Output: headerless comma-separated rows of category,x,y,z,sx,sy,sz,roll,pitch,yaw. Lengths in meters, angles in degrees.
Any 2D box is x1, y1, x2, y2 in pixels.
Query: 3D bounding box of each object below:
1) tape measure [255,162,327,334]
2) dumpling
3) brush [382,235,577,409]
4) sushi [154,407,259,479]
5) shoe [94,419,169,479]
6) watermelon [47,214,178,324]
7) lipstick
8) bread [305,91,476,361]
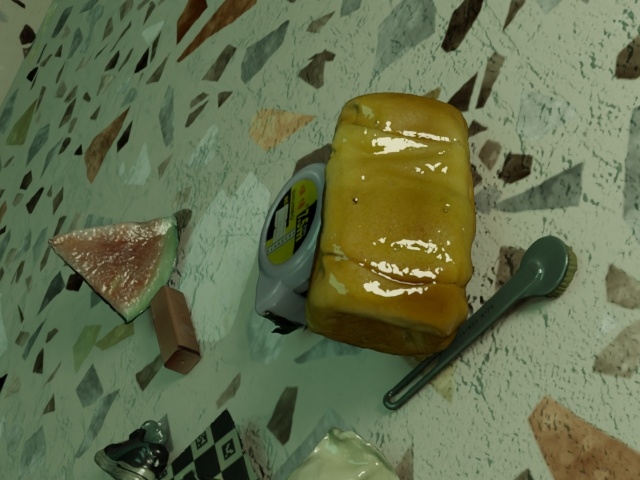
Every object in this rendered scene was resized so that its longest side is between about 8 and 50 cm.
tape measure,0.002,0.001,1.121,0.178,0.105,0.196,-32,42,46
dumpling,0.014,0.292,0.917,0.134,0.100,0.169,32,68,21
brush,0.157,0.093,0.924,0.266,0.027,0.062,-46,36,27
sushi,-0.138,0.341,1.111,0.210,0.040,0.193,-48,44,15
shoe,-0.252,0.298,1.270,0.099,0.071,0.169,-55,22,-18
watermelon,-0.335,0.050,1.481,0.136,0.202,0.207,98,177,-55
lipstick,-0.218,0.132,1.354,0.045,0.045,0.145,-50,37,20
bread,0.081,-0.024,0.966,0.132,0.166,0.294,97,-178,-57
